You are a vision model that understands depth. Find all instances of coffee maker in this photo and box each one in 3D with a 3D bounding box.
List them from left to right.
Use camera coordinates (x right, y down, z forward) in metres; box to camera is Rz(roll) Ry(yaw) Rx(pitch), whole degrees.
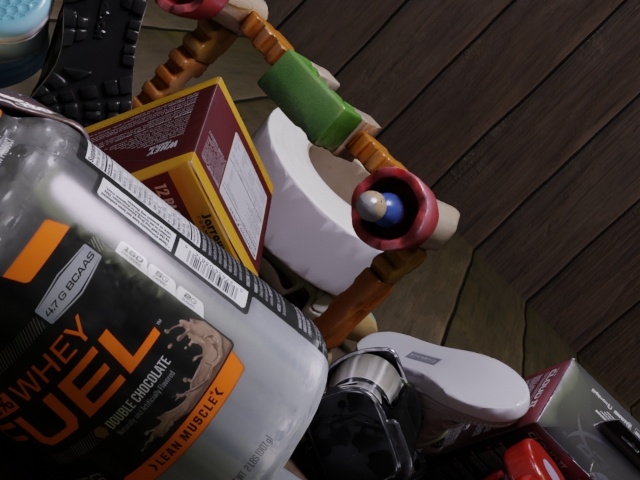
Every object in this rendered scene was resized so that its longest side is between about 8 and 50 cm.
[{"bbox_3d":[0.062,0.216,1.274,0.171,0.120,0.178,46,14,-1],"label":"coffee maker"}]

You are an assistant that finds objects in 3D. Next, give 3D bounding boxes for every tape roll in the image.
[{"bbox_3d":[0.012,-0.055,1.614,0.286,0.100,0.286,33,28,-19],"label":"tape roll"}]

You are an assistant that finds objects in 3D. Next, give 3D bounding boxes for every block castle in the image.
[{"bbox_3d":[-0.097,-0.081,1.281,0.453,0.303,0.213,50,15,22],"label":"block castle"}]

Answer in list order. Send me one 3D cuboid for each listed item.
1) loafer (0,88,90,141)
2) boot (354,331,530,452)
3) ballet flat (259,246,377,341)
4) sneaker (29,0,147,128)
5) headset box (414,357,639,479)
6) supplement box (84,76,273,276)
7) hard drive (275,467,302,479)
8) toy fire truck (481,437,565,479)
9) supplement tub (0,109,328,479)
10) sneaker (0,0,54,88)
[{"bbox_3d":[-0.320,-0.093,0.917,0.095,0.109,0.302,6,4,40],"label":"loafer"},{"bbox_3d":[0.148,0.200,1.398,0.258,0.095,0.123,18,-55,48],"label":"boot"},{"bbox_3d":[-0.023,0.069,1.592,0.232,0.080,0.073,43,41,1],"label":"ballet flat"},{"bbox_3d":[-0.244,-0.179,1.222,0.107,0.283,0.124,18,9,-16],"label":"sneaker"},{"bbox_3d":[0.288,0.279,1.408,0.218,0.293,0.110,44,56,-6],"label":"headset box"},{"bbox_3d":[-0.161,-0.027,1.048,0.194,0.191,0.129,-85,153,-61],"label":"supplement box"},{"bbox_3d":[-0.028,0.262,1.077,0.094,0.022,0.135,39,15,-25],"label":"hard drive"},{"bbox_3d":[0.218,0.370,1.216,0.254,0.169,0.302,57,14,0],"label":"toy fire truck"},{"bbox_3d":[-0.176,0.053,0.857,0.338,0.207,0.207,39,15,-21],"label":"supplement tub"},{"bbox_3d":[-0.432,-0.251,1.224,0.319,0.127,0.208,22,-18,0],"label":"sneaker"}]
